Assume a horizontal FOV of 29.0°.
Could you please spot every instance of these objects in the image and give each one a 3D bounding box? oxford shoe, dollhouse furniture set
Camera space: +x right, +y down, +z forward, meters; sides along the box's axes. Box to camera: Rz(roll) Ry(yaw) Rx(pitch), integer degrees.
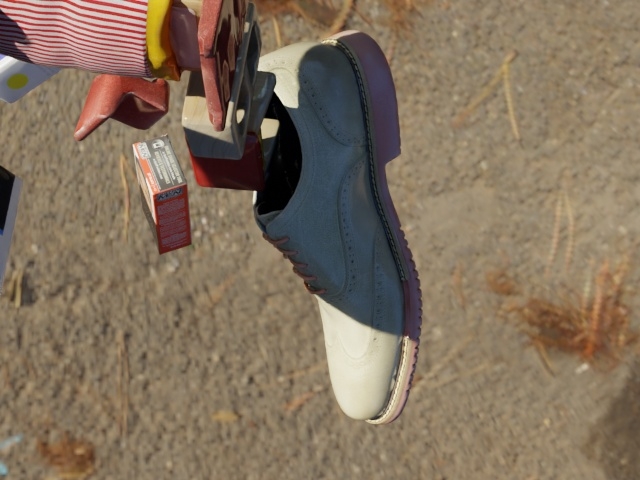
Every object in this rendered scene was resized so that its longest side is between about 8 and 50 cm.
[{"bbox_3d":[0.000,0.000,1.220,0.146,0.140,0.397,-14,100,-31],"label":"oxford shoe"},{"bbox_3d":[-0.150,-0.128,0.985,0.201,0.152,0.374,6,156,4],"label":"dollhouse furniture set"}]

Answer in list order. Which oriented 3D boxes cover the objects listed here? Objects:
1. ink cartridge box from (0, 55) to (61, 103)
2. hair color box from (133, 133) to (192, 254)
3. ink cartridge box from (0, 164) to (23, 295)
[{"bbox_3d":[-0.331,-0.302,1.359,0.307,0.304,0.072,-32,146,12],"label":"ink cartridge box"},{"bbox_3d":[-0.178,-0.050,1.403,0.043,0.072,0.141,-18,153,-13],"label":"hair color box"},{"bbox_3d":[-0.463,0.042,1.320,0.332,0.165,0.065,-24,139,29],"label":"ink cartridge box"}]
